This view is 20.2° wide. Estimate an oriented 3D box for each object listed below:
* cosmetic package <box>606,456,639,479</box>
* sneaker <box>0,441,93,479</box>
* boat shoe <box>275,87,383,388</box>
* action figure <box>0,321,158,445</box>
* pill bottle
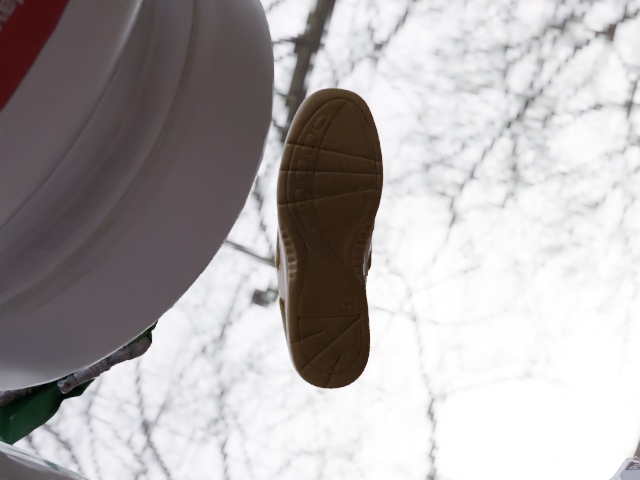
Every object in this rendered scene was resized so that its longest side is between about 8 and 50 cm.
[{"bbox_3d":[0.230,0.261,1.120,0.117,0.085,0.231,-34,-63,-62],"label":"cosmetic package"},{"bbox_3d":[-0.159,0.053,0.612,0.151,0.255,0.094,-62,-21,-54],"label":"sneaker"},{"bbox_3d":[0.000,0.000,1.017,0.059,0.063,0.170,145,129,-77],"label":"boat shoe"},{"bbox_3d":[-0.232,0.093,1.583,0.137,0.232,0.063,64,-175,-2],"label":"action figure"},{"bbox_3d":[-0.184,-0.110,0.425,0.407,0.229,0.229,39,-107,-52],"label":"pill bottle"}]
